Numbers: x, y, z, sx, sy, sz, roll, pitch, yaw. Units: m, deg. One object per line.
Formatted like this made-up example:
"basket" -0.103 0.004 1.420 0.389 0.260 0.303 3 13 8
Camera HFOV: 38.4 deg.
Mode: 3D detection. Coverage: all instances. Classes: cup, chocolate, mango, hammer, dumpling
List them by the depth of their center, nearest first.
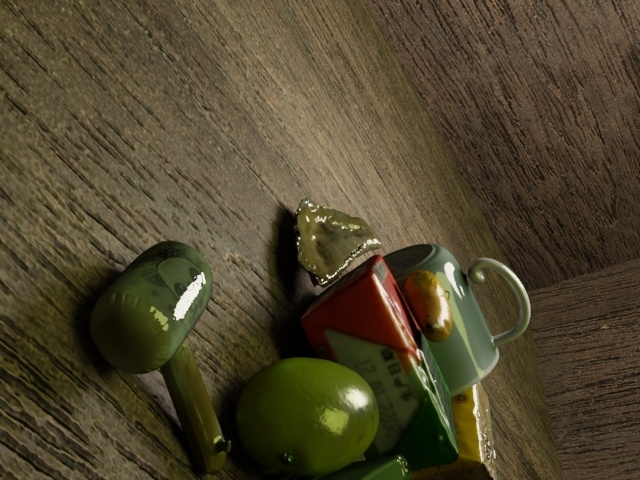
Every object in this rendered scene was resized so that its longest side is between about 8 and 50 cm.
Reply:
"hammer" -0.175 0.166 1.144 0.202 0.113 0.306 -58 135 -63
"mango" -0.005 0.253 1.350 0.273 0.185 0.149 1 110 -53
"chocolate" 0.111 0.217 1.653 0.341 0.161 0.360 64 7 -1
"mango" 0.206 0.125 1.729 0.098 0.075 0.190 42 19 -29
"dumpling" 0.000 0.005 1.779 0.166 0.086 0.332 44 24 9
"cup" 0.254 0.149 1.938 0.275 0.356 0.259 64 14 -13

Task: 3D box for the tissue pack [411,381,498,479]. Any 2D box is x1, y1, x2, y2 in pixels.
"tissue pack" 0.264 0.414 1.958 0.271 0.192 0.134 -87 153 -50

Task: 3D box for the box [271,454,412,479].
"box" 0.043 0.444 1.335 0.328 0.177 0.253 4 67 -70
